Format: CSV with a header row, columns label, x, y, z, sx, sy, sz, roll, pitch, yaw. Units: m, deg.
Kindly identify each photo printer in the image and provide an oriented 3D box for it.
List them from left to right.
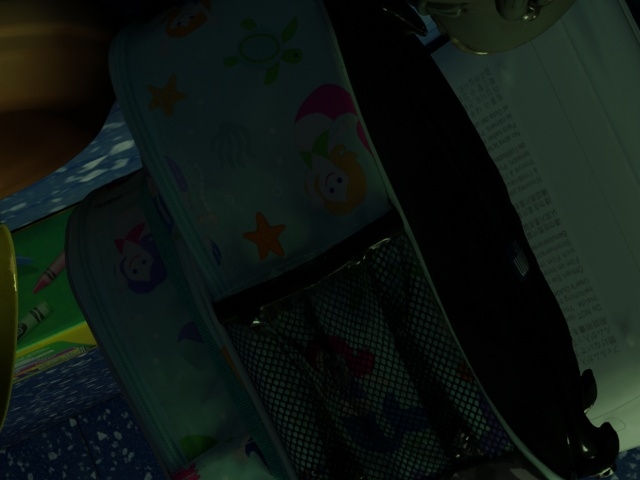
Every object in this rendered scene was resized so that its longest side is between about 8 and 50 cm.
label,x,y,z,sx,sy,sz,roll,pitch,yaw
photo printer,0.157,0.001,0.830,0.107,0.307,0.256,-17,170,-43

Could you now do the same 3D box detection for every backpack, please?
label,x,y,z,sx,sy,sz,roll,pitch,yaw
backpack,0.000,0.000,0.534,0.191,0.253,0.225,-21,-175,12

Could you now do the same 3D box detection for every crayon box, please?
label,x,y,z,sx,sy,sz,roll,pitch,yaw
crayon box,-0.243,0.061,0.888,0.278,0.081,0.165,-23,173,-1

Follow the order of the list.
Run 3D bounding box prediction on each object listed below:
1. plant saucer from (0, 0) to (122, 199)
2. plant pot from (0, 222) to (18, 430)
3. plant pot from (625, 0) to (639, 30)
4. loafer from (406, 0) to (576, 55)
label,x,y,z,sx,sy,sz,roll,pitch,yaw
plant saucer,-0.174,-0.043,0.516,0.200,0.037,0.200,-23,173,-3
plant pot,-0.245,0.055,0.723,0.095,0.134,0.134,1,170,-6
plant pot,0.299,-0.093,0.904,0.195,0.290,0.290,16,151,-31
loafer,0.070,-0.100,0.402,0.096,0.084,0.267,-3,-168,6
